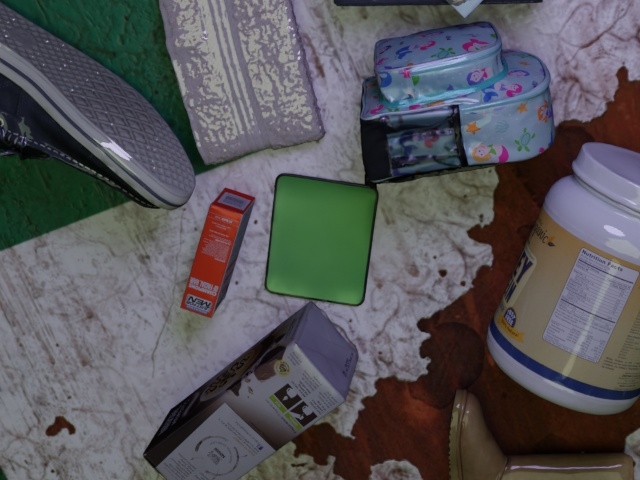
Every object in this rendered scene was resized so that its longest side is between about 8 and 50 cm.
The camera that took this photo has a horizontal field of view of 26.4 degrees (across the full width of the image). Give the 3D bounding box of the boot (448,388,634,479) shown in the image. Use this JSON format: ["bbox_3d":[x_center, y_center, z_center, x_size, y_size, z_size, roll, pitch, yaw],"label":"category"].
[{"bbox_3d":[0.325,0.325,2.016,0.269,0.089,0.236,0,119,8],"label":"boot"}]

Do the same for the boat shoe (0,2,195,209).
[{"bbox_3d":[-0.395,-0.185,1.908,0.500,0.187,0.156,34,115,2],"label":"boat shoe"}]

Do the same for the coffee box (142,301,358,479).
[{"bbox_3d":[-0.100,0.242,2.005,0.297,0.168,0.119,-38,99,17],"label":"coffee box"}]

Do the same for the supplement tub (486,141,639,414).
[{"bbox_3d":[0.379,0.049,1.837,0.228,0.228,0.316,21,109,1],"label":"supplement tub"}]

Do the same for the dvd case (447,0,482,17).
[{"bbox_3d":[0.191,-0.348,1.697,0.087,0.013,0.119,43,109,-9],"label":"dvd case"}]

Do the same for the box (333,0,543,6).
[{"bbox_3d":[0.154,-0.397,1.769,0.270,0.143,0.165,1,110,8],"label":"box"}]

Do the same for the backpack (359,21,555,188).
[{"bbox_3d":[0.180,-0.182,1.796,0.253,0.225,0.191,-2,113,5],"label":"backpack"}]

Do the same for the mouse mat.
[{"bbox_3d":[0.000,0.000,1.996,0.152,0.007,0.190,9,110,6],"label":"mouse mat"}]

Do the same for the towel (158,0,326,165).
[{"bbox_3d":[-0.111,-0.255,1.907,0.187,0.049,0.282,-12,106,13],"label":"towel"}]

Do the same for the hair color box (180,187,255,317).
[{"bbox_3d":[-0.149,0.017,1.978,0.053,0.093,0.167,18,109,3],"label":"hair color box"}]
